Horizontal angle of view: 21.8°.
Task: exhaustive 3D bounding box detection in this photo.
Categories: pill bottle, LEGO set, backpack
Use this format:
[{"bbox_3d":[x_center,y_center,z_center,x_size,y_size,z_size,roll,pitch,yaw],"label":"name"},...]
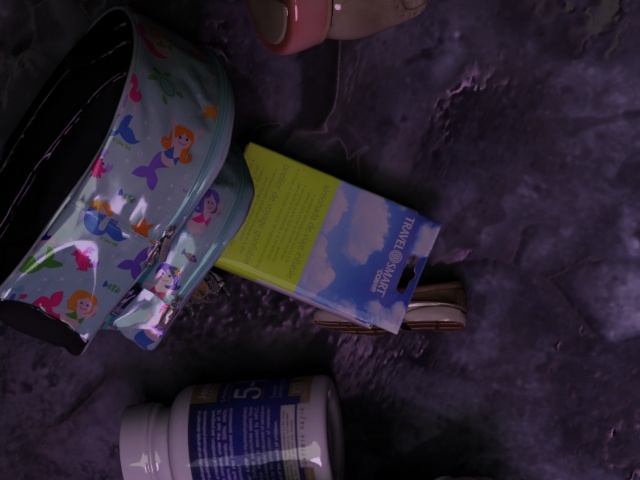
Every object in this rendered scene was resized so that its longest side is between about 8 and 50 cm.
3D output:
[{"bbox_3d":[-0.078,0.181,1.479,0.186,0.112,0.112,-5,111,9],"label":"pill bottle"},{"bbox_3d":[-0.117,0.038,1.479,0.083,0.023,0.054,25,111,11],"label":"LEGO set"},{"bbox_3d":[-0.164,-0.052,1.340,0.191,0.225,0.253,22,108,-22],"label":"backpack"}]

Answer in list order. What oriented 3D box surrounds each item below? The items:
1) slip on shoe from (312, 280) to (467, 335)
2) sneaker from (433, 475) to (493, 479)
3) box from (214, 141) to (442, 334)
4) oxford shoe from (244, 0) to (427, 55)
[{"bbox_3d":[0.061,0.057,1.452,0.135,0.051,0.041,-3,72,17],"label":"slip on shoe"},{"bbox_3d":[0.066,0.251,1.438,0.305,0.114,0.152,19,108,-34],"label":"sneaker"},{"bbox_3d":[0.000,0.000,1.411,0.178,0.042,0.109,23,83,-2],"label":"box"},{"bbox_3d":[0.002,-0.348,1.270,0.146,0.140,0.397,-11,108,-21],"label":"oxford shoe"}]
